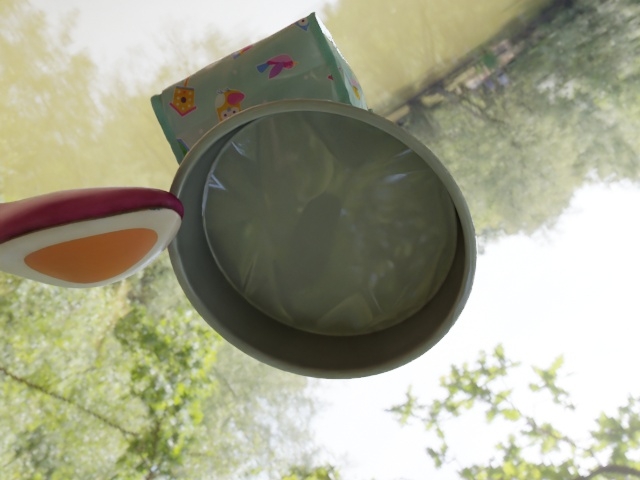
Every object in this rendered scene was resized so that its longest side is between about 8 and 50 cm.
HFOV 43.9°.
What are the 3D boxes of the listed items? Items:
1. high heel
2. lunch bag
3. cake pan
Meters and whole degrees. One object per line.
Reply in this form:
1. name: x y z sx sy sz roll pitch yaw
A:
1. high heel: -0.297 -0.040 0.786 0.377 0.181 0.127 -13 151 20
2. lunch bag: -0.052 -0.145 0.984 0.223 0.160 0.262 -24 176 9
3. cake pan: 0.000 0.000 0.749 0.293 0.293 0.054 -31 -163 26
